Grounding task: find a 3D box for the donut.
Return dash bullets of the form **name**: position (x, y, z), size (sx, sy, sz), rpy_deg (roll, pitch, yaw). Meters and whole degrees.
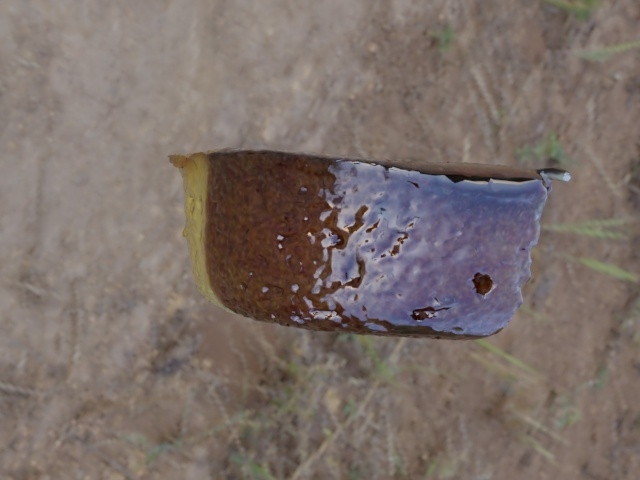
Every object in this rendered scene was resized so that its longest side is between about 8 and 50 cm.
- **donut**: position (-0.001, -0.001, 0.635), size (0.141, 0.217, 0.085), rpy_deg (2, 93, -28)
